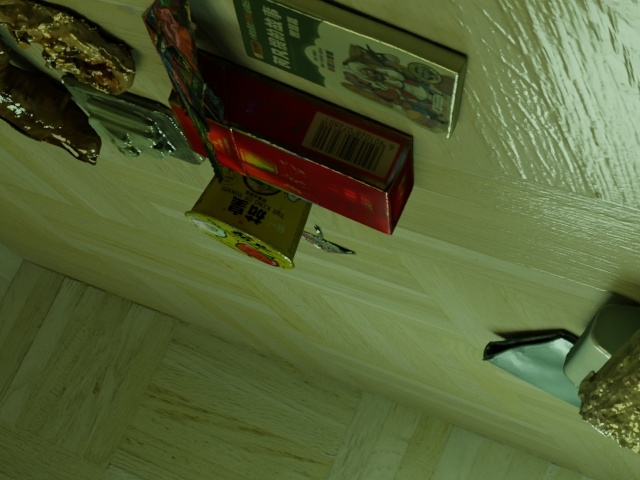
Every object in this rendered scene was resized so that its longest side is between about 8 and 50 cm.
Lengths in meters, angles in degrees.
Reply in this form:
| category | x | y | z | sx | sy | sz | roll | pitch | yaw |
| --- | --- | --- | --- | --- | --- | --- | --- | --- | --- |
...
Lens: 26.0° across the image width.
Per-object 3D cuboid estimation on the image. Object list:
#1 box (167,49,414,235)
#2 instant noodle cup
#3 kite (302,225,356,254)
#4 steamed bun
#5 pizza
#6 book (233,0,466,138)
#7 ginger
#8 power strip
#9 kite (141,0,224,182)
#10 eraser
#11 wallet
| category | x | y | z | sx | sy | sz | roll | pitch | yaw |
| --- | --- | --- | --- | --- | --- | --- | --- | --- | --- |
| box | -0.034 | -0.125 | 1.833 | 0.313 | 0.089 | 0.197 | 24 | 168 | 10 |
| instant noodle cup | -0.091 | -0.060 | 2.073 | 0.182 | 0.144 | 0.182 | 24 | 169 | 5 |
| kite | 0.000 | 0.000 | 2.445 | 0.139 | 0.011 | 0.157 | 21 | 167 | 10 |
| steamed bun | 0.477 | 0.189 | 1.808 | 0.200 | 0.225 | 0.170 | 21 | -150 | -17 |
| pizza | -0.352 | -0.266 | 1.922 | 0.226 | 0.069 | 0.147 | 32 | 168 | -27 |
| book | 0.031 | -0.203 | 1.531 | 0.264 | 0.027 | 0.202 | 23 | 168 | 8 |
| ginger | -0.476 | -0.233 | 2.216 | 0.133 | 0.107 | 0.309 | -5 | 151 | 30 |
| power strip | -0.304 | -0.173 | 2.207 | 0.213 | 0.064 | 0.198 | 21 | 164 | 25 |
| kite | -0.166 | -0.222 | 1.676 | 0.234 | 0.016 | 0.321 | 52 | 157 | 41 |
| eraser | 0.474 | 0.187 | 2.073 | 0.189 | 0.104 | 0.290 | 27 | 167 | 9 |
| wallet | 0.447 | 0.236 | 2.433 | 0.251 | 0.054 | 0.290 | 27 | 166 | -13 |
